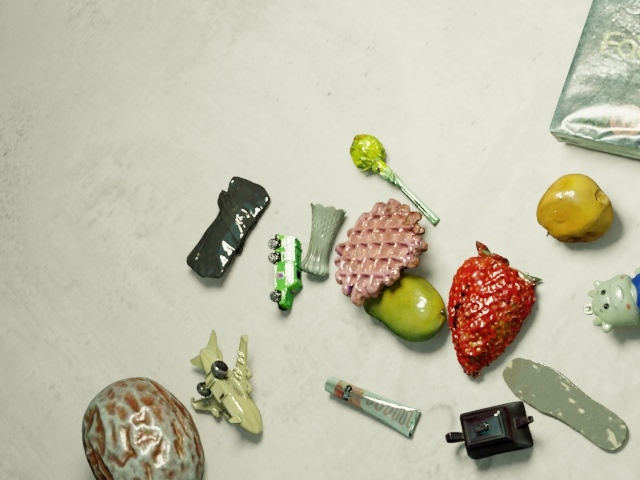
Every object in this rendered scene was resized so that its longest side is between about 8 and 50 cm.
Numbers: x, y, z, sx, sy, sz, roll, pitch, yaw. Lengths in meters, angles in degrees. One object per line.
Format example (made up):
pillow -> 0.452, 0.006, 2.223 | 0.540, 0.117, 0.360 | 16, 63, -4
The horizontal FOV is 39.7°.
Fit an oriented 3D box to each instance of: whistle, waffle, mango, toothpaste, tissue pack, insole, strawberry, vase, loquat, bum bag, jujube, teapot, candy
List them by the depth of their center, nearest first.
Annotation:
whistle -> 0.570, 0.093, 1.519 | 0.244, 0.092, 0.110 | -16, 59, 27
insole -> 0.437, 0.289, 1.594 | 0.248, 0.011, 0.081 | 34, 96, 33
teapot -> 0.306, 0.343, 1.606 | 0.177, 0.096, 0.087 | -19, 68, 26
loquat -> 0.458, -0.054, 1.610 | 0.137, 0.137, 0.113 | -10, 37, 28
tissue pack -> 0.577, -0.310, 1.617 | 0.228, 0.103, 0.316 | 18, 87, 31
strawberry -> 0.292, 0.130, 1.669 | 0.174, 0.098, 0.228 | 34, 95, 33
mango -> 0.165, 0.125, 1.749 | 0.191, 0.085, 0.122 | 31, 108, 36
toothpaste -> 0.101, 0.325, 1.769 | 0.205, 0.036, 0.056 | 20, 86, 29
waffle -> 0.114, 0.014, 1.788 | 0.221, 0.055, 0.234 | -40, 33, 17
candy -> 0.153, -0.126, 1.845 | 0.073, 0.077, 0.262 | -41, 67, -2
vase -> 0.000, 0.000, 1.892 | 0.081, 0.081, 0.149 | 12, 87, 32
jujube -> -0.381, 0.456, 1.908 | 0.308, 0.215, 0.246 | 44, 101, 30
bum bag -> -0.211, -0.026, 2.029 | 0.123, 0.060, 0.248 | 29, 91, 32

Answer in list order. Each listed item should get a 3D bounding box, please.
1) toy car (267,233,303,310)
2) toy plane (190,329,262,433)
toy car -> -0.074, 0.069, 1.919 | 0.062, 0.071, 0.165 | -6, 74, 15
toy plane -> -0.202, 0.319, 1.917 | 0.229, 0.092, 0.244 | -53, 54, 27
